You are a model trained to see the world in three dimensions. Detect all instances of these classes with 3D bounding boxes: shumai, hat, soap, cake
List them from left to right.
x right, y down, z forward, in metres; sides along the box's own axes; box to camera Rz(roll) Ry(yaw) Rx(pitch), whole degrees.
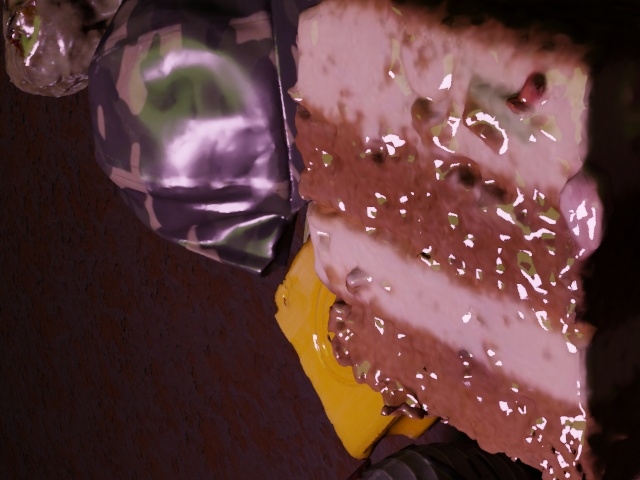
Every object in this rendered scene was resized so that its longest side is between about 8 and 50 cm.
[{"bbox_3d":[-0.246,-0.274,1.488,0.189,0.218,0.255,90,172,-56],"label":"shumai"},{"bbox_3d":[-0.070,-0.181,1.146,0.381,0.257,0.366,110,156,-69],"label":"hat"},{"bbox_3d":[0.071,0.046,1.224,0.204,0.096,0.324,60,148,21],"label":"soap"},{"bbox_3d":[0.159,-0.038,0.860,0.256,0.282,0.290,26,127,42],"label":"cake"}]

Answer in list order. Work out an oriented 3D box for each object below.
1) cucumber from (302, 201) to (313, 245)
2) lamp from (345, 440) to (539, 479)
[{"bbox_3d":[0.000,0.000,1.378,0.067,0.035,0.107,-94,11,-50],"label":"cucumber"},{"bbox_3d":[0.102,0.286,1.166,0.265,0.233,0.233,-11,95,63],"label":"lamp"}]
